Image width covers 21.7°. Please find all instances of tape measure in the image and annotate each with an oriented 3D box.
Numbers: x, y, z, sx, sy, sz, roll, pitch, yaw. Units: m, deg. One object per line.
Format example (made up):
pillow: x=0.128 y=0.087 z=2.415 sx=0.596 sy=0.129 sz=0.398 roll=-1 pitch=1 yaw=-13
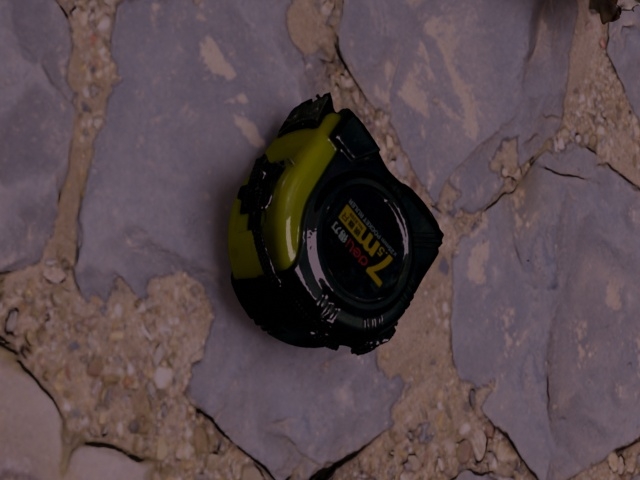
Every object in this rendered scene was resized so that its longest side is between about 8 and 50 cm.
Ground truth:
tape measure: x=0.000 y=0.000 z=1.440 sx=0.199 sy=0.112 sz=0.186 roll=49 pitch=52 yaw=-23

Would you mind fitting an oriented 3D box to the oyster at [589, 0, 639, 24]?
oyster: x=0.315 y=-0.380 z=1.692 sx=0.337 sy=0.133 sz=0.198 roll=-56 pitch=158 yaw=-34
